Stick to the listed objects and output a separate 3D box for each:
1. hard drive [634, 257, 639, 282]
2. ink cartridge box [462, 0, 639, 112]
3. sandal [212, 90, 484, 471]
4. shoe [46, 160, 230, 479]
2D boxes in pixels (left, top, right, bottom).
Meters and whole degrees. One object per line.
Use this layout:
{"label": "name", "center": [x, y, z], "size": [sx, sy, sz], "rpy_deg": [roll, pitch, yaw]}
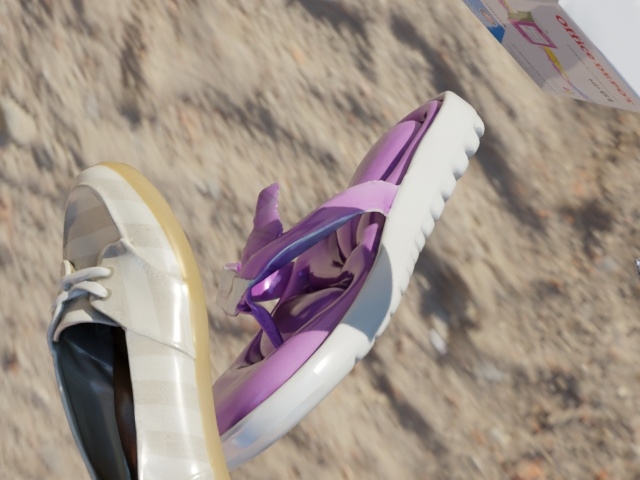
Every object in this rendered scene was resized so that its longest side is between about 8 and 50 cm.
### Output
{"label": "hard drive", "center": [0.258, 0.186, 1.127], "size": [0.064, 0.237, 0.339], "rpy_deg": [-15, 104, 6]}
{"label": "ink cartridge box", "center": [0.140, -0.121, 1.068], "size": [0.088, 0.122, 0.052], "rpy_deg": [45, 80, -23]}
{"label": "sandal", "center": [-0.010, 0.009, 1.287], "size": [0.102, 0.416, 0.169], "rpy_deg": [43, 122, -7]}
{"label": "shoe", "center": [-0.095, 0.060, 0.972], "size": [0.058, 0.219, 0.076], "rpy_deg": [2, 155, -43]}
